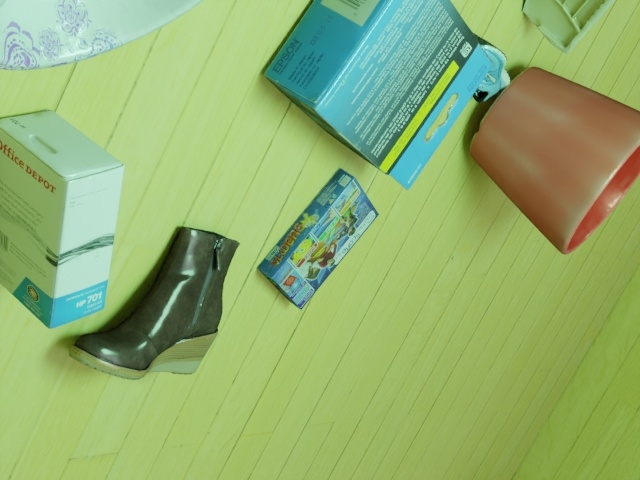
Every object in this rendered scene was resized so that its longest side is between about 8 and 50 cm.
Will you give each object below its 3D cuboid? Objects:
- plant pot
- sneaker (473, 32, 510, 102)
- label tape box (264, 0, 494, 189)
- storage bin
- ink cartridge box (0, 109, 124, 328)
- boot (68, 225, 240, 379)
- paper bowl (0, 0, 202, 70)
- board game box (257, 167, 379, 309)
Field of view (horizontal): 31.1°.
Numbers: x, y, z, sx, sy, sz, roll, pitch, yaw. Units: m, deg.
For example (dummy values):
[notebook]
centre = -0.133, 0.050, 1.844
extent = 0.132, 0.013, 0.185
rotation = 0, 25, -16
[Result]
[plant pot]
centre = 0.410, -0.154, 1.978
extent = 0.275, 0.243, 0.275
rotation = -45, 162, -19
[sneaker]
centre = 0.261, -0.273, 1.864
extent = 0.073, 0.063, 0.162
rotation = -48, 149, -5
[label tape box]
centre = 0.092, -0.241, 1.609
extent = 0.241, 0.106, 0.333
rotation = -55, 150, 0
[storage bin]
centre = 0.487, -0.460, 1.856
extent = 0.262, 0.123, 0.260
rotation = -38, 172, -27
[ink cartridge box]
centre = -0.293, -0.024, 1.244
extent = 0.082, 0.139, 0.191
rotation = -19, 134, -44
[boot]
centre = -0.219, 0.077, 1.539
extent = 0.248, 0.090, 0.207
rotation = 9, 100, -56
[paper bowl]
centre = -0.211, -0.282, 1.029
extent = 0.284, 0.148, 0.284
rotation = -28, 173, -3
[board game box]
centre = 0.000, 0.000, 1.790
extent = 0.201, 0.035, 0.136
rotation = -50, 150, -8
